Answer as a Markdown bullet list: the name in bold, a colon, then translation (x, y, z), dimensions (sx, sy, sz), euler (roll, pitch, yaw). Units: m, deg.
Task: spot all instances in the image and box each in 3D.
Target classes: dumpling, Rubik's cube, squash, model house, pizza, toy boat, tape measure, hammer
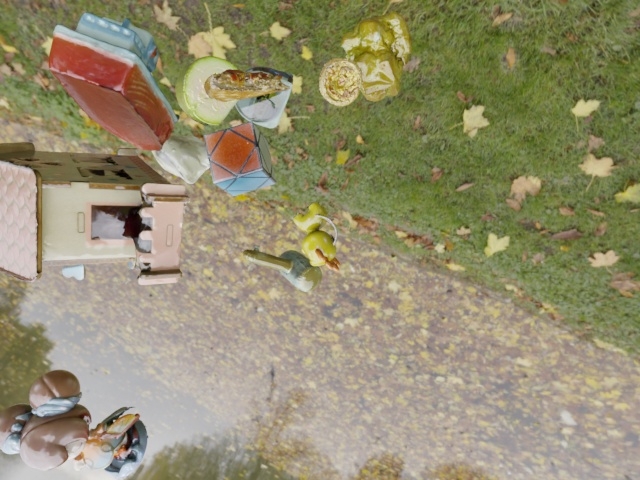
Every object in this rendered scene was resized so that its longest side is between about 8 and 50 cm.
- **dumpling**: translation (-0.689, -0.442, 2.025), dimensions (0.318, 0.243, 0.187), euler (47, 164, 7)
- **Rubik's cube**: translation (-0.311, -0.315, 1.624), dimensions (0.205, 0.205, 0.207), euler (-16, 81, 7)
- **squash**: translation (-0.443, -0.569, 1.567), dimensions (0.210, 0.233, 0.309), euler (36, 176, -26)
- **model house**: translation (-0.343, -0.035, 0.551), dimensions (0.326, 0.244, 0.169), euler (31, 114, 50)
- **pizza**: translation (-0.171, -0.371, 0.966), dimensions (0.199, 0.188, 0.062), euler (-7, 103, -10)
- **toy boat**: translation (-0.324, -0.260, 0.710), dimensions (0.145, 0.133, 0.332), euler (17, 171, -8)
- **tape measure**: translation (-0.277, -0.691, 1.965), dimensions (0.262, 0.138, 0.259), euler (15, 126, -20)
- **hammer**: translation (-0.147, 0.082, 1.455), dimensions (0.306, 0.113, 0.202), euler (22, -176, -40)

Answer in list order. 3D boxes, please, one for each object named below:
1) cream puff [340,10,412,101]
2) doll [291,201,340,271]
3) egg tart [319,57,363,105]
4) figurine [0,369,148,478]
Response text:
- **cream puff**: translation (0.235, -0.685, 1.542), dimensions (0.274, 0.323, 0.269), euler (-38, 91, 11)
- **doll**: translation (0.000, 0.000, 1.281), dimensions (0.135, 0.220, 0.143), euler (-32, 154, 13)
- **egg tart**: translation (0.054, -0.444, 1.146), dimensions (0.129, 0.049, 0.128), euler (-3, 116, -7)
- **figurine**: translation (-0.749, 0.588, 1.276), dimensions (0.248, 0.276, 0.388), euler (44, 177, 39)
